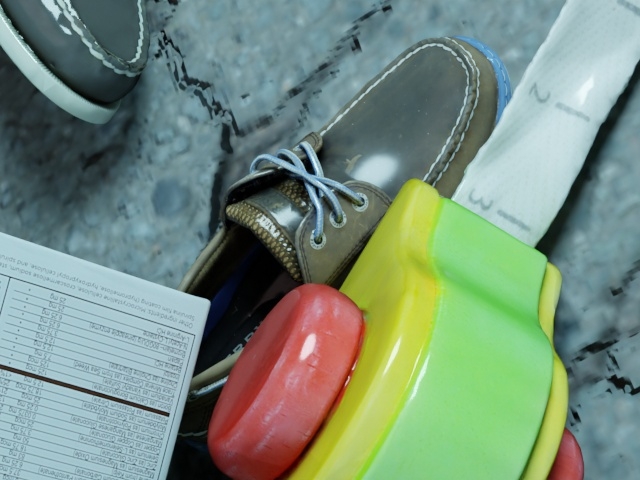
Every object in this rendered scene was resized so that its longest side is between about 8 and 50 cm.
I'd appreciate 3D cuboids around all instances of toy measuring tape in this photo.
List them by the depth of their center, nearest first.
[{"bbox_3d":[0.057,0.013,0.579,0.121,0.121,0.330,32,91,34],"label":"toy measuring tape"}]

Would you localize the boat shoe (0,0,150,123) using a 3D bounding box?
[{"bbox_3d":[-0.111,-0.152,0.759,0.068,0.081,0.228,-34,57,21],"label":"boat shoe"}]

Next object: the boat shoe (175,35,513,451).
[{"bbox_3d":[0.000,0.000,0.650,0.066,0.066,0.183,38,95,33],"label":"boat shoe"}]

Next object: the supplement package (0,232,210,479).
[{"bbox_3d":[-0.166,0.097,0.629,0.194,0.149,0.203,-4,70,59],"label":"supplement package"}]
